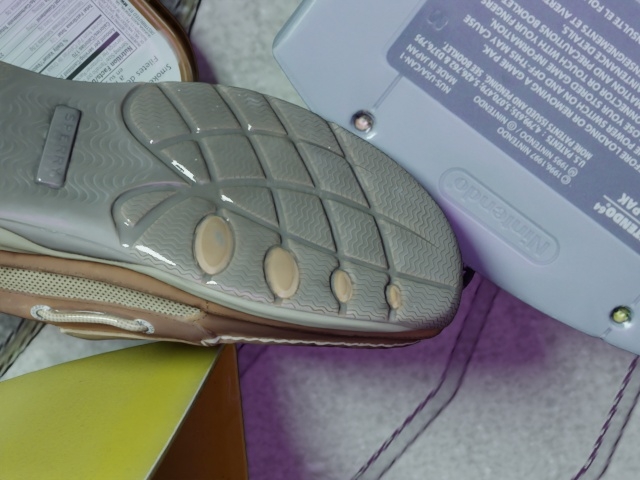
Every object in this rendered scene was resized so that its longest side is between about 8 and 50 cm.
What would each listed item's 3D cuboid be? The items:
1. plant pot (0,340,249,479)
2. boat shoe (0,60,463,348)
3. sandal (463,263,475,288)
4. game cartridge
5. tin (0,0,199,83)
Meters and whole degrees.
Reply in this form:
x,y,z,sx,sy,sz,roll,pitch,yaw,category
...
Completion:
x,y,z,sx,sy,sz,roll,pitch,yaw,category
-0.148,0.183,0.651,0.187,0.212,0.212,-2,107,8,plant pot
-0.091,-0.007,0.611,0.324,0.123,0.116,15,145,-2,boat shoe
0.000,0.000,0.690,0.179,0.040,0.067,8,108,-14,sandal
0.132,-0.067,0.628,0.294,0.060,0.196,36,106,-10,game cartridge
-0.146,-0.113,0.645,0.106,0.040,0.189,-40,106,11,tin
